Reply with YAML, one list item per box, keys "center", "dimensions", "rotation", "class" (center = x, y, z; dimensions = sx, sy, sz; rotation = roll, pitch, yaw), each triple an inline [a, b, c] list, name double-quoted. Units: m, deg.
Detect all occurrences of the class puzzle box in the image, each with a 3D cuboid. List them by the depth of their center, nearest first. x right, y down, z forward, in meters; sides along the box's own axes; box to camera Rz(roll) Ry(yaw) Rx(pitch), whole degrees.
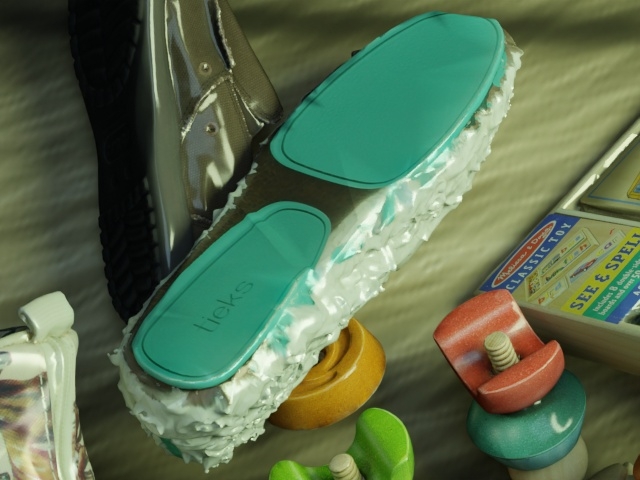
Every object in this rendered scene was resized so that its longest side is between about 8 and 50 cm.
- center: [0.322, -0.068, 1.357]
  dimensions: [0.409, 0.272, 0.052]
  rotation: [-46, 113, -15]
  class: "puzzle box"

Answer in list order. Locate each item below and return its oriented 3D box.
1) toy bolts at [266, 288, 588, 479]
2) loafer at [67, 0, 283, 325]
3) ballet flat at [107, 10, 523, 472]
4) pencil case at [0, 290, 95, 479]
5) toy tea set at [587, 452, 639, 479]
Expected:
- center: [0.079, 0.146, 1.364]
  dimensions: [0.228, 0.158, 0.218]
  rotation: [-28, 36, -2]
  class: "toy bolts"
- center: [-0.102, -0.110, 1.421]
  dimensions: [0.130, 0.134, 0.365]
  rotation: [0, 81, -32]
  class: "loafer"
- center: [0.000, 0.000, 1.340]
  dimensions: [0.147, 0.147, 0.409]
  rotation: [38, 62, 8]
  class: "ballet flat"
- center: [-0.184, 0.248, 1.180]
  dimensions: [0.184, 0.160, 0.410]
  rotation: [-16, 84, 18]
  class: "pencil case"
- center: [0.268, 0.180, 1.314]
  dimensions: [0.124, 0.200, 0.336]
  rotation: [40, 82, 0]
  class: "toy tea set"
